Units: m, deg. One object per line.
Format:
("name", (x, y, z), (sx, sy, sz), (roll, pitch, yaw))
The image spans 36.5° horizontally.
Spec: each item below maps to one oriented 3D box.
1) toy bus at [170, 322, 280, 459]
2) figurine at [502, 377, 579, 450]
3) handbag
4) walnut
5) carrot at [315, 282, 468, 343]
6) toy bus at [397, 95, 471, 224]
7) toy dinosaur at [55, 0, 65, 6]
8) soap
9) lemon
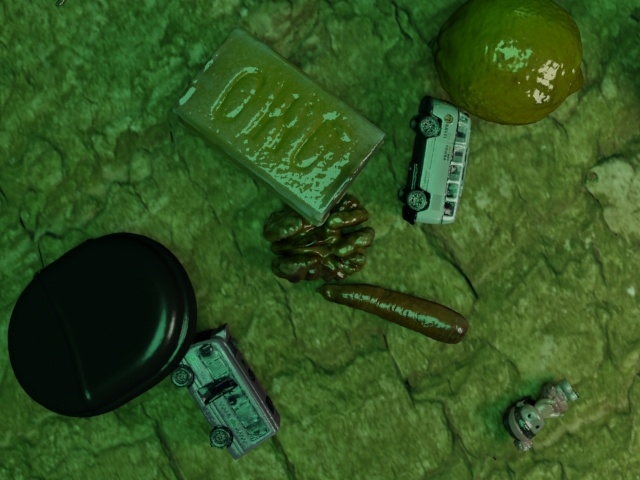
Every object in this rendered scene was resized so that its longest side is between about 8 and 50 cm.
("toy bus", (-0.149, 0.231, 1.508), (0.108, 0.096, 0.199), (-30, 97, 4))
("figurine", (0.349, 0.272, 1.538), (0.129, 0.054, 0.072), (-37, 111, -2))
("handbag", (-0.333, 0.123, 1.455), (0.308, 0.093, 0.254), (-32, 73, 11))
("walnut", (0.000, 0.000, 1.490), (0.170, 0.069, 0.143), (-16, 96, 0))
("carrot", (0.114, 0.105, 1.513), (0.248, 0.059, 0.059), (18, 97, 0))
("toy bus", (0.176, -0.118, 1.468), (0.089, 0.087, 0.194), (7, 97, -8))
("toy dinosaur", (-0.319, -0.492, 1.435), (0.200, 0.072, 0.251), (-6, 110, 11))
("soap", (-0.060, -0.170, 1.431), (0.274, 0.089, 0.173), (37, 86, 4))
("lemon", (0.269, -0.263, 1.392), (0.231, 0.192, 0.192), (14, 98, -3))
